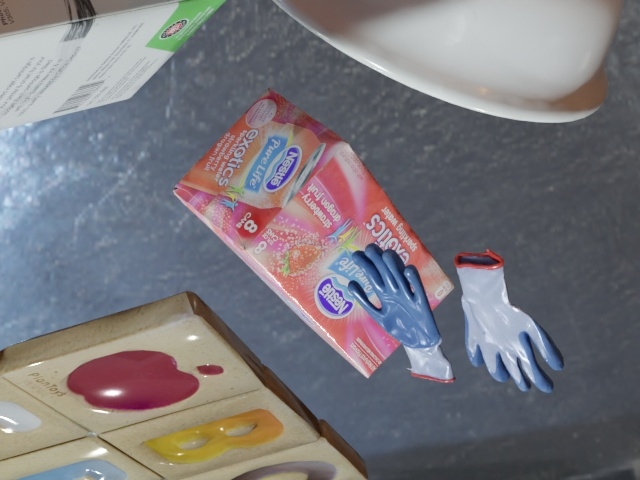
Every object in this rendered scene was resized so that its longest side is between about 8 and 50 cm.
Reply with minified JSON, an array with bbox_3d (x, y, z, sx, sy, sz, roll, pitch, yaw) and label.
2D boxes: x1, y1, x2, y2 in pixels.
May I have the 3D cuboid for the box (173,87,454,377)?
[{"bbox_3d":[0.000,0.000,1.278,0.154,0.142,0.300,-46,138,-5],"label":"box"}]

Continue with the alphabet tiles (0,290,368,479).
[{"bbox_3d":[-0.167,0.101,0.406,0.342,0.011,0.285,-17,150,10],"label":"alphabet tiles"}]

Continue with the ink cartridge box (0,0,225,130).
[{"bbox_3d":[-0.256,-0.189,1.023,0.289,0.121,0.211,-23,173,-43],"label":"ink cartridge box"}]

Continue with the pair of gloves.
[{"bbox_3d":[0.112,0.067,1.024,0.198,0.023,0.159,5,131,42],"label":"pair of gloves"}]

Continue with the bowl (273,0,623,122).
[{"bbox_3d":[0.093,-0.219,0.805,0.298,0.298,0.134,13,125,-21],"label":"bowl"}]
